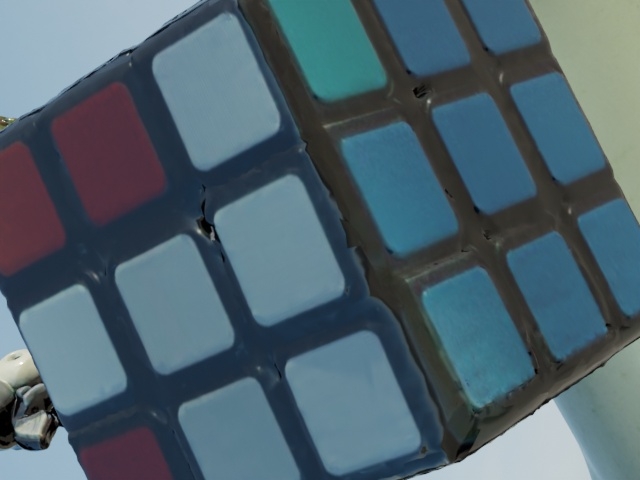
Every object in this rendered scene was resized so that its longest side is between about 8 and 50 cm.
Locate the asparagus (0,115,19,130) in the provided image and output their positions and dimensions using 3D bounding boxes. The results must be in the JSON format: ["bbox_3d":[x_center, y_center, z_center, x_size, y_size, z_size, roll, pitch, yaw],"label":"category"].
[{"bbox_3d":[-0.242,-0.081,1.166,0.036,0.165,0.030,129,155,-63],"label":"asparagus"}]

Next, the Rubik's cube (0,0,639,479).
[{"bbox_3d":[0.000,0.000,0.581,0.161,0.163,0.162,-21,-93,-52],"label":"Rubik's cube"}]

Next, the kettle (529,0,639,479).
[{"bbox_3d":[0.276,-0.028,1.138,0.376,0.361,0.250,65,-163,13],"label":"kettle"}]

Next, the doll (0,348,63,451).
[{"bbox_3d":[-0.262,0.126,1.245,0.091,0.219,0.067,-44,-58,-50],"label":"doll"}]
